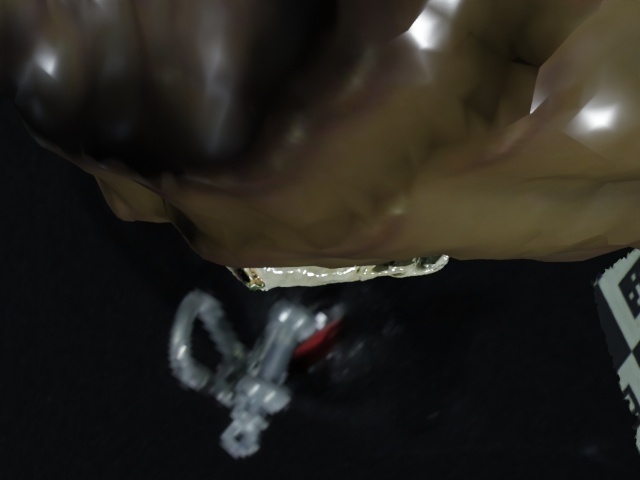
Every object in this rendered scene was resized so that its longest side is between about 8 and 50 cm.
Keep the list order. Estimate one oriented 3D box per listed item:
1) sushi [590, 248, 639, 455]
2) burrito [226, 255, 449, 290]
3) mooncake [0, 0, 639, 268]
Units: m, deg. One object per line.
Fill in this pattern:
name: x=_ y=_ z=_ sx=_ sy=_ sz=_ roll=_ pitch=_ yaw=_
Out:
sushi: x=0.237 y=0.106 z=0.906 sx=0.192 sy=0.043 sz=0.279 roll=-31 pitch=-66 yaw=-37
burrito: x=0.000 y=0.000 z=0.975 sx=0.149 sy=0.041 sz=0.055 roll=-1 pitch=-83 yaw=-26
mooncake: x=0.025 y=-0.146 z=0.487 sx=0.187 sy=0.324 sz=0.324 roll=-3 pitch=-109 yaw=-40
